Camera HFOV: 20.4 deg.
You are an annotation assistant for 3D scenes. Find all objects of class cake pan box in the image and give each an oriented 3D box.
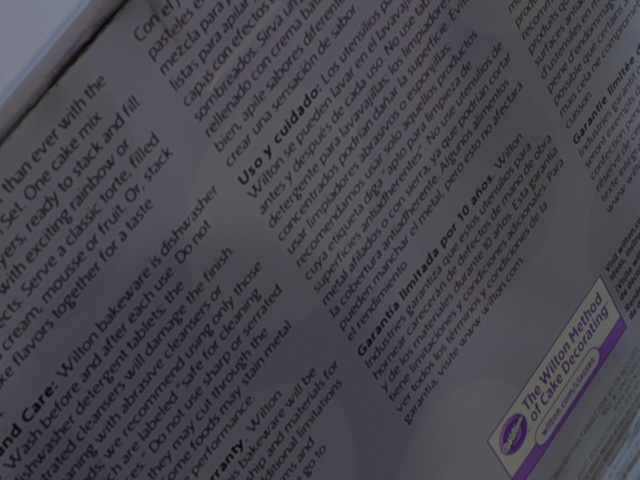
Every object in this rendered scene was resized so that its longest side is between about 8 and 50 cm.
[{"bbox_3d":[0.016,-0.006,0.430,0.267,0.070,0.245,-54,-43,-19],"label":"cake pan box"}]
